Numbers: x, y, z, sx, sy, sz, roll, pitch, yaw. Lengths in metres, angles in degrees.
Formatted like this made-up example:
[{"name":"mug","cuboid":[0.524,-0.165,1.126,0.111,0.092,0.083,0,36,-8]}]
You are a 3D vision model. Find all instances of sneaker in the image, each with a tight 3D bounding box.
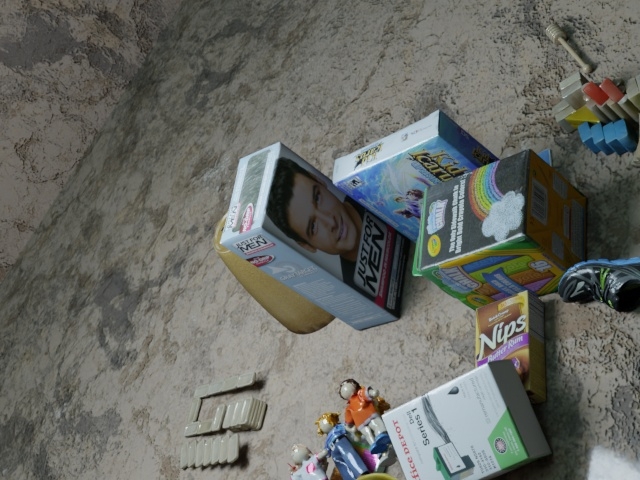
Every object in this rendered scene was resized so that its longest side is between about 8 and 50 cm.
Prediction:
[{"name":"sneaker","cuboid":[0.451,0.074,1.692,0.188,0.067,0.078,-10,49,43]}]

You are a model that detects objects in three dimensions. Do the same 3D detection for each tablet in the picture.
[{"name":"tablet","cuboid":[0.387,-0.131,1.989,0.083,0.006,0.054,-27,44,34]}]

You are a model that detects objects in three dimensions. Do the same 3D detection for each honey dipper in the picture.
[{"name":"honey dipper","cuboid":[0.474,-0.362,2.055,0.030,0.030,0.161,-44,39,16]}]

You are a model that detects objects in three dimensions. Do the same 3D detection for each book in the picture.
[{"name":"book","cuboid":[0.064,0.415,1.911,0.096,0.035,0.144,5,67,48]}]

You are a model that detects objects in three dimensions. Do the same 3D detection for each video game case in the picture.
[{"name":"video game case","cuboid":[0.201,-0.100,1.955,0.244,0.269,0.061,-24,46,38]}]

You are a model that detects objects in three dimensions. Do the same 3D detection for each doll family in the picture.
[{"name":"doll family","cuboid":[0.052,0.347,1.884,0.263,0.118,0.163,-54,47,25]}]

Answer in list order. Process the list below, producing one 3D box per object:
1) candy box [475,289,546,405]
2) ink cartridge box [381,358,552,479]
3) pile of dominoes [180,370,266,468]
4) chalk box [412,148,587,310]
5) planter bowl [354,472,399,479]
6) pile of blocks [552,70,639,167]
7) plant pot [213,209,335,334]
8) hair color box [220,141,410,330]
[{"name":"candy box","cuboid":[0.311,0.185,1.784,0.109,0.053,0.187,-25,44,37]},{"name":"ink cartridge box","cuboid":[0.225,0.303,1.703,0.219,0.092,0.160,-33,70,30]},{"name":"pile of dominoes","cuboid":[-0.206,0.385,2.275,0.251,0.040,0.196,-22,47,50]},{"name":"chalk box","cuboid":[0.285,-0.002,1.859,0.289,0.179,0.180,-21,49,41]},{"name":"planter bowl","cuboid":[0.098,0.494,1.753,0.217,0.090,0.217,-30,43,32]},{"name":"pile of blocks","cuboid":[0.511,-0.213,1.814,0.362,0.112,0.149,7,68,53]},{"name":"plant pot","cuboid":[-0.087,0.030,2.211,0.237,0.254,0.237,-32,40,31]},{"name":"hair color box","cuboid":[0.000,0.000,2.022,0.113,0.374,0.185,-19,49,41]}]
